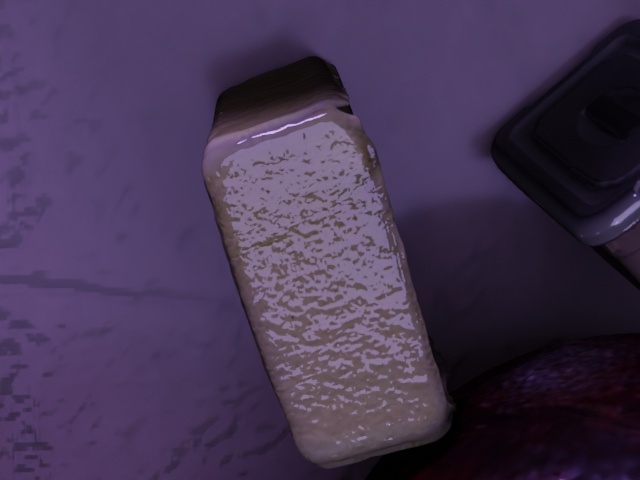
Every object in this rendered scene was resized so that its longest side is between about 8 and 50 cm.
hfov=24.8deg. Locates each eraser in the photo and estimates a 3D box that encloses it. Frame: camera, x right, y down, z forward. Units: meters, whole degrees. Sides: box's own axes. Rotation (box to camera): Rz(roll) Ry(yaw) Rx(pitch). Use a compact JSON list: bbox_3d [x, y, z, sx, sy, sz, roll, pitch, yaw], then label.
[{"bbox_3d":[0.000,0.000,0.535,0.058,0.172,0.117,-19,103,2],"label":"eraser"}]

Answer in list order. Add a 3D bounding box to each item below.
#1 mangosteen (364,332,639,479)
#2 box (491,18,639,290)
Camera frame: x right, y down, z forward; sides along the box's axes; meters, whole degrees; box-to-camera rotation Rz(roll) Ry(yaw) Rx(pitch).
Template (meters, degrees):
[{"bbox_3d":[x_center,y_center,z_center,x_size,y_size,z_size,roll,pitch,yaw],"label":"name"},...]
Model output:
[{"bbox_3d":[0.102,0.182,0.522,0.293,0.297,0.297,-7,102,-6],"label":"mangosteen"},{"bbox_3d":[0.130,-0.029,0.570,0.089,0.122,0.062,-40,114,4],"label":"box"}]
